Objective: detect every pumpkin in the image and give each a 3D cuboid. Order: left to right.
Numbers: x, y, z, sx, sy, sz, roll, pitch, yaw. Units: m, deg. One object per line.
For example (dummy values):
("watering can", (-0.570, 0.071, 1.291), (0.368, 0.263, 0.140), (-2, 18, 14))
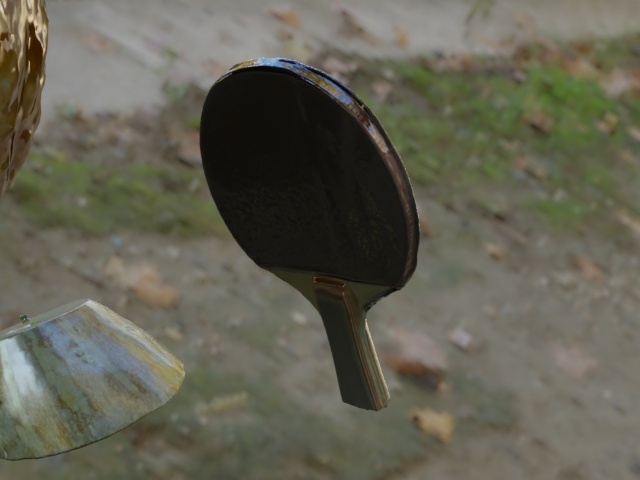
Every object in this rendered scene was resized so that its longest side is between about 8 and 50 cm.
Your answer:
("pumpkin", (-0.250, 0.113, 1.834), (0.217, 0.217, 0.110), (-86, 157, -68))

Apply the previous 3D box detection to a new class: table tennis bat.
("table tennis bat", (0.000, 0.000, 1.037), (0.130, 0.220, 0.019), (9, 38, 35))

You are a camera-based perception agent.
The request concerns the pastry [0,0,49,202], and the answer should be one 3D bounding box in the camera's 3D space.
("pastry", (-0.296, -0.100, 0.863), (0.312, 0.388, 0.388), (64, 17, -10))
